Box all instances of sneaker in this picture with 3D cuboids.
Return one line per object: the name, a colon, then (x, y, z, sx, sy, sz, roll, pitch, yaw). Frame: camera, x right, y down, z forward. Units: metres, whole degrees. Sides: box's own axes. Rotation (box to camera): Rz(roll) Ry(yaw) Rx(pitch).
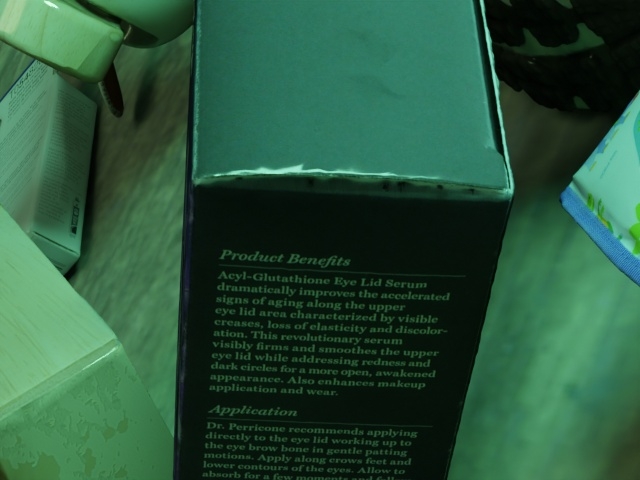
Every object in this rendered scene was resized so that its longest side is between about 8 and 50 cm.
sneaker: (0.081, -0.198, 0.808, 0.182, 0.158, 0.410, -44, 32, -1)

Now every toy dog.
toy dog: (-0.106, -0.177, 1.145, 0.220, 0.161, 0.333, -54, 13, 24)

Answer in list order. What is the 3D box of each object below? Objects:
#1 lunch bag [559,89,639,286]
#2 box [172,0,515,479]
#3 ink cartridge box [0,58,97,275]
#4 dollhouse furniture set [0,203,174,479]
lunch bag: (0.158, -0.019, 0.532, 0.129, 0.096, 0.151, -57, 17, 11)
box: (0.000, 0.000, 0.688, 0.153, 0.108, 0.207, -93, 6, -46)
ink cartridge box: (-0.240, -0.008, 1.297, 0.223, 0.045, 0.224, -44, 31, 33)
dollhouse furniture set: (-0.264, 0.167, 0.827, 0.394, 0.362, 0.256, -31, 25, -11)
